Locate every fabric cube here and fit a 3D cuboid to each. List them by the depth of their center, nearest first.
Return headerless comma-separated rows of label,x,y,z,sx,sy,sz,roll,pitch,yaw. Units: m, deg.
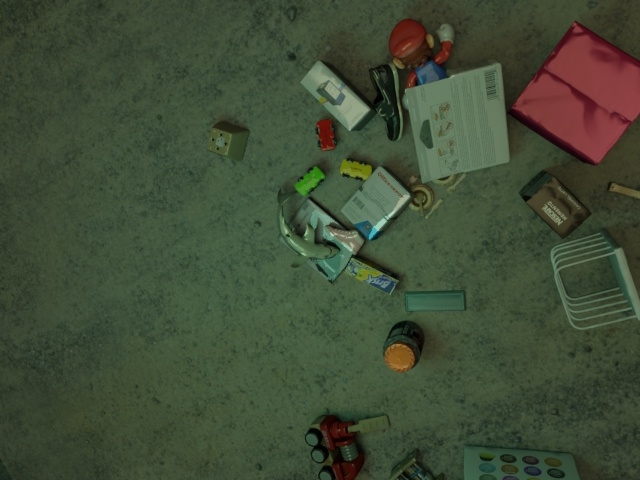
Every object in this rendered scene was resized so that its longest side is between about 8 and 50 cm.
fabric cube,0.679,-0.376,1.485,0.258,0.254,0.259,37,108,8

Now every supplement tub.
supplement tub,0.258,0.332,1.765,0.117,0.190,0.116,3,102,15

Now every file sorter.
file sorter,0.741,0.103,1.548,0.173,0.278,0.192,-19,95,22

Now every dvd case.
dvd case,0.000,0.000,1.859,0.239,0.029,0.179,40,108,6

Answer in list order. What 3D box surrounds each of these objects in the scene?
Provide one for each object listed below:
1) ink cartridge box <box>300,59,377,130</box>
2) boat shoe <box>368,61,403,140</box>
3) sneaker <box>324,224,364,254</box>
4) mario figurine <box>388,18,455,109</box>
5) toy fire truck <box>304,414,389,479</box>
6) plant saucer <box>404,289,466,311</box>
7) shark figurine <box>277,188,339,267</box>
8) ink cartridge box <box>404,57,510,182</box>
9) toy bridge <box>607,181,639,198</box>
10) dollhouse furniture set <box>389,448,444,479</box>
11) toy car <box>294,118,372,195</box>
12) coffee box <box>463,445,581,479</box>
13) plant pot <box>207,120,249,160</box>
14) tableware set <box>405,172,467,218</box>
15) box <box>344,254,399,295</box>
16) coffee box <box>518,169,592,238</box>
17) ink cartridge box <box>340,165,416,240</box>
ink cartridge box,0.060,-0.431,1.695,0.212,0.154,0.093,46,109,2
boat shoe,0.192,-0.402,1.676,0.079,0.084,0.233,-20,119,-13
sneaker,0.081,-0.021,1.792,0.134,0.051,0.070,39,104,1
mario figurine,0.318,-0.498,1.652,0.198,0.170,0.320,-38,101,-17
toy fire truck,0.107,0.687,1.912,0.247,0.158,0.216,-16,95,28
plant saucer,0.364,0.195,1.802,0.192,0.018,0.067,-3,100,15
shark figurine,-0.088,-0.022,1.818,0.166,0.116,0.278,-39,97,-14
ink cartridge box,0.385,-0.330,1.591,0.261,0.066,0.296,-13,121,6
toy bridge,0.900,-0.122,1.569,0.188,0.063,0.026,19,105,12
dollhouse furniture set,0.309,0.804,1.843,0.129,0.184,0.129,43,108,4
toy car,0.014,-0.228,1.780,0.225,0.053,0.239,-42,87,3
coffee box,0.600,0.862,1.695,0.338,0.334,0.337,0,102,14
plant pot,-0.311,-0.323,1.849,0.109,0.096,0.108,20,105,12
tableware set,0.338,-0.168,1.728,0.128,0.039,0.194,41,108,5
box,0.164,0.108,1.806,0.169,0.054,0.059,26,107,-2
coffee box,0.634,-0.105,1.549,0.141,0.246,0.098,45,108,4
ink cartridge box,0.178,-0.114,1.747,0.139,0.082,0.190,47,109,15
